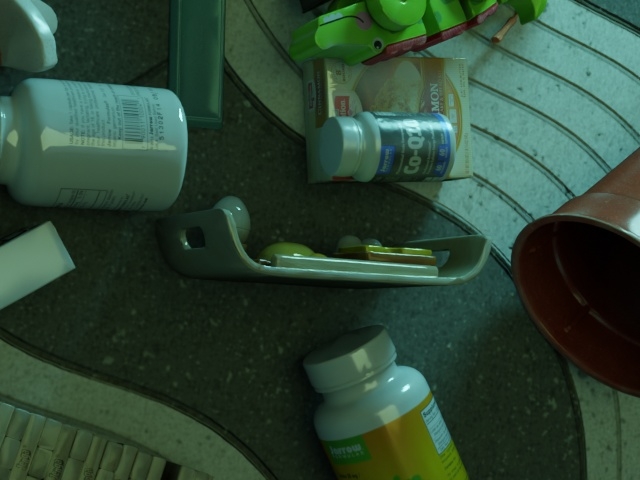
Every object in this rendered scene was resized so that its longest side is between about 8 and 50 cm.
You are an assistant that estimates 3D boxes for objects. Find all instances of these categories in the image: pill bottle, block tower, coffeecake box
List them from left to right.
[{"bbox_3d":[-0.273,0.230,1.444,0.335,0.091,0.097,22,77,-23],"label":"block tower"},{"bbox_3d":[-0.262,-0.098,1.444,0.229,0.131,0.131,2,86,-25],"label":"pill bottle"},{"bbox_3d":[0.072,-0.102,1.557,0.137,0.078,0.078,-2,88,-25],"label":"pill bottle"},{"bbox_3d":[0.074,0.225,1.582,0.136,0.136,0.245,-28,99,-24],"label":"pill bottle"},{"bbox_3d":[0.078,-0.139,1.642,0.185,0.068,0.142,-2,89,-25],"label":"coffeecake box"}]

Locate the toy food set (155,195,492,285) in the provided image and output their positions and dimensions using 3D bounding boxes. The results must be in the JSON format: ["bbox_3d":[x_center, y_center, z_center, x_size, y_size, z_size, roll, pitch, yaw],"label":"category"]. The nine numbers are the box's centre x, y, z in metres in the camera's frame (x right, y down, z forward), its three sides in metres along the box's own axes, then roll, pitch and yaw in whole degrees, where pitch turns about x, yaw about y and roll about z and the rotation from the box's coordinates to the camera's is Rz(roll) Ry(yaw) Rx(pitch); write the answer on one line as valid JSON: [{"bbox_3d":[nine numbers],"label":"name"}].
[{"bbox_3d":[0.000,0.000,1.514,0.306,0.220,0.092,4,86,-25],"label":"toy food set"}]

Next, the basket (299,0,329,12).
[{"bbox_3d":[0.015,-0.403,1.585,0.204,0.154,0.227,-29,96,-6],"label":"basket"}]

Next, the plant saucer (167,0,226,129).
[{"bbox_3d":[-0.135,-0.221,1.575,0.067,0.018,0.192,3,87,-25],"label":"plant saucer"}]

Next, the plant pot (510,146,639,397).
[{"bbox_3d":[0.416,0.005,1.704,0.265,0.272,0.272,-42,105,-30],"label":"plant pot"}]

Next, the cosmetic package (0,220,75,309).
[{"bbox_3d":[-0.370,0.061,1.404,0.239,0.099,0.060,-31,98,-24],"label":"cosmetic package"}]

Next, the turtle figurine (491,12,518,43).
[{"bbox_3d":[0.249,-0.389,1.725,0.217,0.087,0.269,45,74,-14],"label":"turtle figurine"}]

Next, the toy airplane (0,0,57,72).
[{"bbox_3d":[-0.325,-0.342,1.348,0.384,0.272,0.386,33,59,-40],"label":"toy airplane"}]

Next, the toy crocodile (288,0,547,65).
[{"bbox_3d":[0.113,-0.256,1.594,0.340,0.115,0.105,-24,95,-35],"label":"toy crocodile"}]
